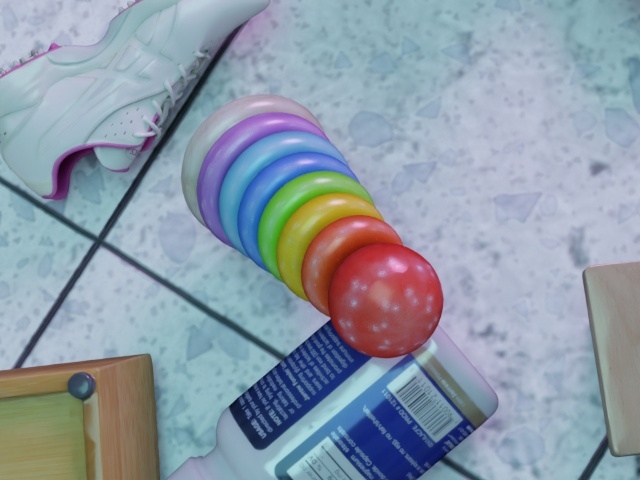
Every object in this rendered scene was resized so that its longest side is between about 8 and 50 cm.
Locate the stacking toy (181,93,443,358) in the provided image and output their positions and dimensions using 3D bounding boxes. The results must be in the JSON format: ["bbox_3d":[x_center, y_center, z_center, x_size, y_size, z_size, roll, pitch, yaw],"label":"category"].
[{"bbox_3d":[0.000,0.000,1.425,0.141,0.141,0.330,-42,36,0],"label":"stacking toy"}]

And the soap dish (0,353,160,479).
[{"bbox_3d":[-0.289,0.224,1.528,0.291,0.118,0.229,-7,76,9],"label":"soap dish"}]

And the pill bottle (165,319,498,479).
[{"bbox_3d":[0.007,0.166,1.460,0.265,0.153,0.153,-40,73,1],"label":"pill bottle"}]

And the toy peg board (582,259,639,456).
[{"bbox_3d":[0.307,0.100,1.463,0.161,0.079,0.161,-6,76,-5],"label":"toy peg board"}]

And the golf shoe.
[{"bbox_3d":[-0.168,-0.146,1.603,0.306,0.115,0.140,-27,84,11],"label":"golf shoe"}]
